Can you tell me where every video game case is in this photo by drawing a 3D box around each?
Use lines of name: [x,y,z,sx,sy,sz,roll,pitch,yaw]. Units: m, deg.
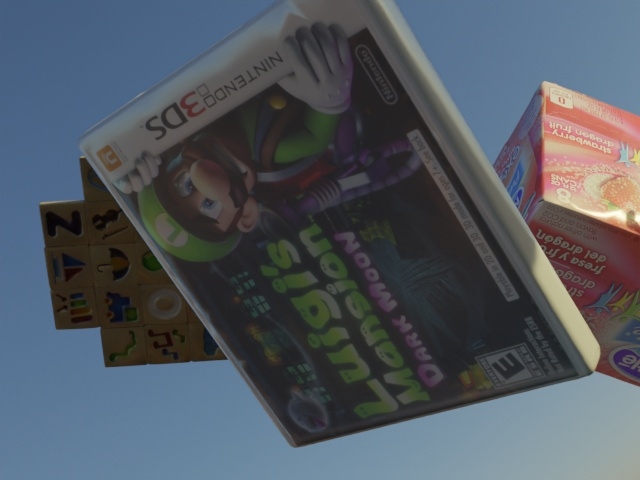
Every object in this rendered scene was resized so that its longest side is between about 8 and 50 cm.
video game case: [0.000,0.000,0.400,0.173,0.190,0.022,-23,16,38]

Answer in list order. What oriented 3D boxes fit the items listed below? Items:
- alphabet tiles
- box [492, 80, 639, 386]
alphabet tiles: [-0.175,0.025,1.162,0.342,0.011,0.285,-3,-71,-2]
box: [0.275,0.020,0.706,0.154,0.299,0.142,-76,8,-47]
